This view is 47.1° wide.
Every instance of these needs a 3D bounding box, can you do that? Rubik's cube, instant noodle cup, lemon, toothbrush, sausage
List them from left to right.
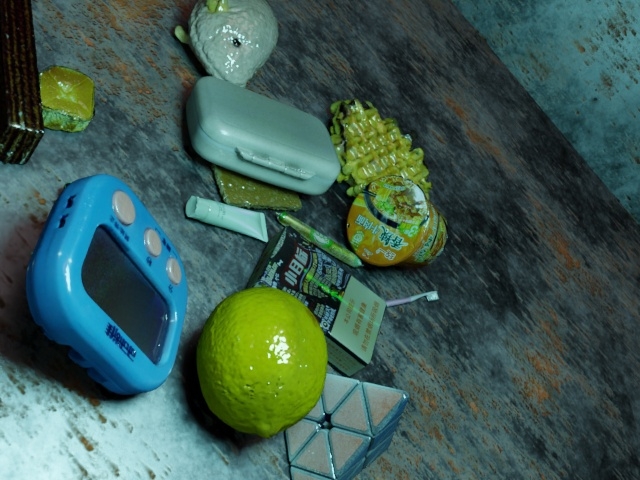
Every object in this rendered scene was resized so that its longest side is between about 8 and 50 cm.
[{"bbox_3d":[-0.107,0.219,1.351,0.267,0.267,0.267,24,45,-27],"label":"lemon"},{"bbox_3d":[0.000,0.000,1.789,0.269,0.033,0.033,31,43,-20],"label":"sausage"},{"bbox_3d":[0.042,0.373,1.446,0.233,0.229,0.228,-6,13,-6],"label":"Rubik's cube"},{"bbox_3d":[0.209,-0.030,1.858,0.182,0.230,0.230,23,43,-53],"label":"instant noodle cup"},{"bbox_3d":[0.213,0.155,1.872,0.286,0.020,0.025,-4,69,-44],"label":"toothbrush"}]

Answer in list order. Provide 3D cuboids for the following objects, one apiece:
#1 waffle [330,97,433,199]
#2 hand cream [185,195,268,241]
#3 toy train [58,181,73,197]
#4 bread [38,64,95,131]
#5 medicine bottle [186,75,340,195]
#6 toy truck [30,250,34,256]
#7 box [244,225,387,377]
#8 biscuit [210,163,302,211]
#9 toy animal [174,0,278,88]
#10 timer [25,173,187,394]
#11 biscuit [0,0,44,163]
[{"bbox_3d":[0.172,-0.220,2.082,0.382,0.095,0.380,27,45,-29],"label":"waffle"},{"bbox_3d":[-0.202,-0.051,1.634,0.204,0.050,0.078,16,50,-39],"label":"hand cream"},{"bbox_3d":[-0.460,-0.055,1.396,0.087,0.050,0.138,15,50,-30],"label":"toy train"},{"bbox_3d":[-0.531,-0.292,1.505,0.127,0.069,0.140,10,56,-36],"label":"bread"},{"bbox_3d":[-0.137,-0.248,1.765,0.375,0.123,0.282,16,38,-29],"label":"medicine bottle"},{"bbox_3d":[-0.470,0.055,1.284,0.078,0.080,0.154,0,57,-18],"label":"toy truck"},{"bbox_3d":[-0.007,0.135,1.636,0.310,0.084,0.198,39,41,-13],"label":"box"},{"bbox_3d":[-0.151,-0.129,1.758,0.230,0.025,0.131,3,56,-42],"label":"biscuit"},{"bbox_3d":[-0.223,-0.548,1.902,0.226,0.188,0.358,42,39,-18],"label":"toy animal"},{"bbox_3d":[-0.350,0.076,1.243,0.340,0.115,0.309,62,23,-44],"label":"timer"},{"bbox_3d":[-0.604,-0.334,1.439,0.073,0.107,0.388,8,54,-40],"label":"biscuit"}]
